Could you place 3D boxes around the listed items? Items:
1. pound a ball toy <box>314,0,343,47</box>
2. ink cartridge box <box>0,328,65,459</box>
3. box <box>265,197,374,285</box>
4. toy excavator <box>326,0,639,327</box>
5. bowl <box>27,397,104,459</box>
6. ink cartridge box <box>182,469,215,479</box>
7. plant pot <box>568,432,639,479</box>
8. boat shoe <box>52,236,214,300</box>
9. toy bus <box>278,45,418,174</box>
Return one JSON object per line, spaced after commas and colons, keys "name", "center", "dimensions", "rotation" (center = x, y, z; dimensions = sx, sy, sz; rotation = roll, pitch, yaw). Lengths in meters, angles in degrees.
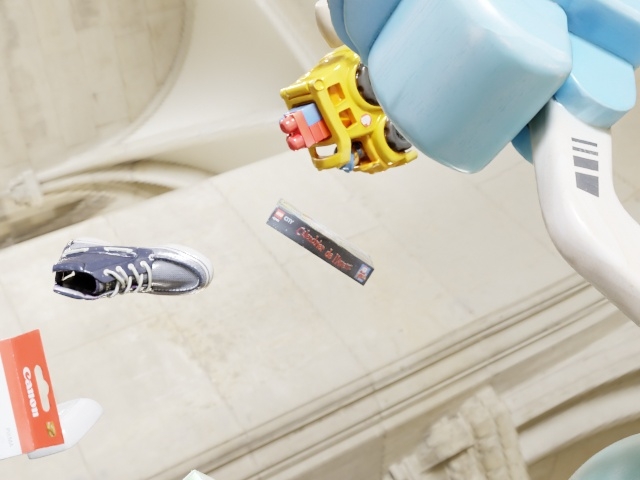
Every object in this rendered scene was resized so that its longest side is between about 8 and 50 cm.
{"name": "pound a ball toy", "center": [0.176, -0.350, 1.422], "dimensions": [0.319, 0.208, 0.136], "rotation": [9, -46, 22]}
{"name": "ink cartridge box", "center": [-0.513, 0.253, 1.422], "dimensions": [0.232, 0.066, 0.189], "rotation": [-20, -97, 41]}
{"name": "box", "center": [0.000, 0.000, 1.837], "dimensions": [0.233, 0.044, 0.159], "rotation": [33, 8, -4]}
{"name": "toy excavator", "center": [0.197, -0.110, 0.794], "dimensions": [0.222, 0.432, 0.445], "rotation": [-50, -159, 48]}
{"name": "bowl", "center": [-0.522, 0.371, 1.808], "dimensions": [0.142, 0.142, 0.053], "rotation": [-19, -74, 29]}
{"name": "ink cartridge box", "center": [-0.194, 0.342, 1.040], "dimensions": [0.056, 0.171, 0.235], "rotation": [45, -11, 19]}
{"name": "plant pot", "center": [0.340, 0.328, 0.856], "dimensions": [0.292, 0.235, 0.293], "rotation": [14, -52, 19]}
{"name": "boat shoe", "center": [-0.411, 0.082, 1.935], "dimensions": [0.158, 0.340, 0.127], "rotation": [-72, 165, -65]}
{"name": "toy bus", "center": [0.030, -0.186, 1.478], "dimensions": [0.149, 0.211, 0.220], "rotation": [-2, -60, 55]}
